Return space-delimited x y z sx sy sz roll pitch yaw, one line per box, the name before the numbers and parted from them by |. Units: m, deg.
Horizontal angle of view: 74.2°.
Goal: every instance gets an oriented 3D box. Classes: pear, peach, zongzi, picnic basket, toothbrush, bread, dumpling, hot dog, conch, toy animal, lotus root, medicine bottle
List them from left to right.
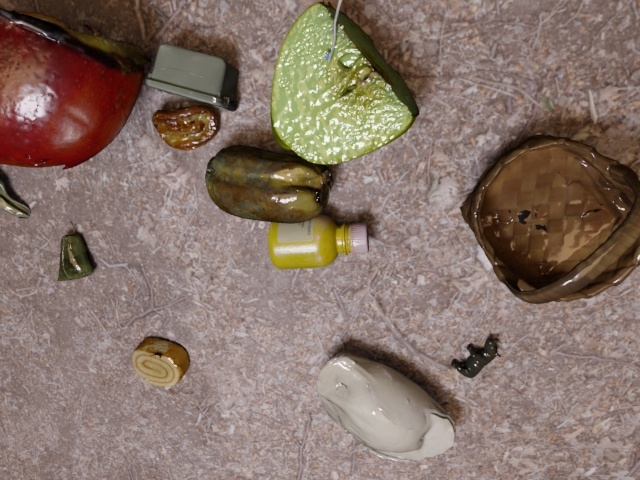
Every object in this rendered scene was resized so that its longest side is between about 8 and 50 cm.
conch | -0.860 -0.144 1.051 0.234 0.114 0.137 1 127 -29
peach | -0.542 -0.309 0.806 0.416 0.339 0.353 -16 103 22
zongzi | -0.673 0.031 1.109 0.130 0.062 0.154 -11 102 25
bread | -0.445 0.342 1.172 0.149 0.073 0.122 13 114 4
hot dog | -0.296 -0.251 0.930 0.147 0.065 0.099 -1 140 9
lotus root | -0.114 -0.115 0.894 0.275 0.160 0.152 13 101 16
medicine bottle | 0.000 0.000 0.948 0.212 0.122 0.122 -3 110 10
pear | 0.024 -0.268 0.828 0.292 0.159 0.292 4 109 11
toothbrush | 0.027 -0.366 0.703 0.013 0.011 0.131 10 111 -13
dumpling | 0.138 0.436 1.064 0.341 0.181 0.260 21 123 -22
toy animal | 0.387 0.283 1.031 0.065 0.047 0.136 32 110 -9
picnic basket | 0.443 -0.016 0.767 0.337 0.337 0.293 39 111 -6

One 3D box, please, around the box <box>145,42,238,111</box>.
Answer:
box | -0.254 -0.336 0.871 0.172 0.124 0.093 16 102 2
